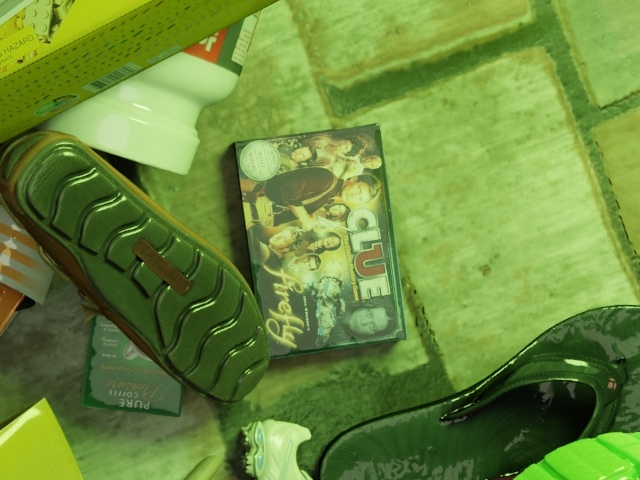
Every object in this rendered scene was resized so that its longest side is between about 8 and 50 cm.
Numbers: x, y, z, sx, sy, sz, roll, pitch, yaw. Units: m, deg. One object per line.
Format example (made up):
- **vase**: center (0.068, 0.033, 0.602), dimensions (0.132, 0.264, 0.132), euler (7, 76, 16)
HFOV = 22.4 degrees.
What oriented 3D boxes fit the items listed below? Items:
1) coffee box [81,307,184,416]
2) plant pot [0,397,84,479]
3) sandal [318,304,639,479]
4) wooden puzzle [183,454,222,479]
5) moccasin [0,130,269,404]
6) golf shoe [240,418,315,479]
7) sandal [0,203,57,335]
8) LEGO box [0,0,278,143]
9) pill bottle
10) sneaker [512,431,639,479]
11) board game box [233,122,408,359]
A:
- **coffee box**: center (-0.198, 0.097, 1.777), dimensions (0.113, 0.040, 0.184), euler (5, 92, -7)
- **plant pot**: center (-0.341, 0.314, 1.651), dimensions (0.212, 0.212, 0.187), euler (-39, 95, -37)
- **sandal**: center (0.215, 0.214, 1.788), dimensions (0.446, 0.107, 0.167), euler (-26, 95, -4)
- **wooden puzzle**: center (-0.179, 0.411, 1.659), dimensions (0.080, 0.322, 0.347), euler (7, 93, 5)
- **moccasin**: center (-0.196, 0.033, 1.676), dimensions (0.380, 0.147, 0.139), euler (40, 80, -29)
- **golf shoe**: center (-0.045, 0.287, 1.791), dimensions (0.086, 0.069, 0.176), euler (1, 94, -11)
- **sandal**: center (-0.340, 0.053, 1.731), dimensions (0.102, 0.076, 0.265), euler (25, 95, -34)
- **LEGO box**: center (-0.272, -0.330, 1.500), dimensions (0.500, 0.193, 0.372), euler (-26, 82, 11)
- **pill bottle**: center (-0.162, -0.263, 1.679), dimensions (0.210, 0.210, 0.363), euler (18, 91, -6)
- **sneaker**: center (0.247, 0.371, 1.755), dimensions (0.483, 0.202, 0.185), euler (-33, 55, 12)
- **board game box**: center (0.000, 0.000, 1.790), dimensions (0.165, 0.042, 0.243), euler (-8, 94, -5)
